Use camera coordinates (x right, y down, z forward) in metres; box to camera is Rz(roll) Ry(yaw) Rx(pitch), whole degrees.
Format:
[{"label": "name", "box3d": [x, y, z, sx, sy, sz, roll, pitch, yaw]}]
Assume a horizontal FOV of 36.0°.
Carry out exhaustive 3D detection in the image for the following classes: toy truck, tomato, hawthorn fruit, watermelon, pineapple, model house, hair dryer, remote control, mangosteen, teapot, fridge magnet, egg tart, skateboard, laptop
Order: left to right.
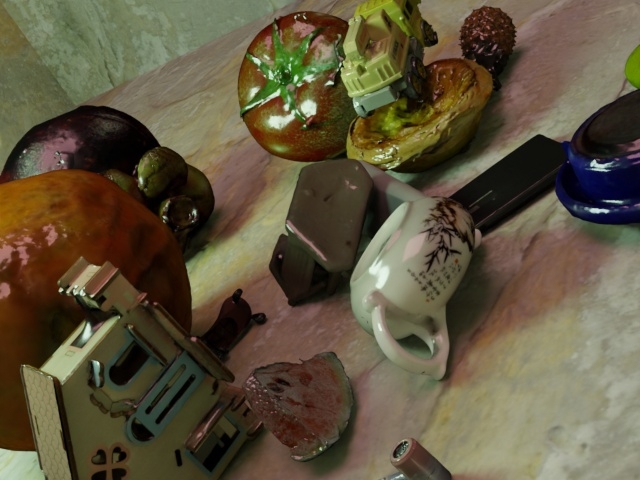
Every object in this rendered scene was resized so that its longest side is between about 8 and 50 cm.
[{"label": "hawthorn fruit", "box3d": [-0.399, 0.119, 1.491, 0.472, 0.472, 0.472, -27, 24, 13]}, {"label": "mangosteen", "box3d": [-0.439, -0.096, 2.008, 0.421, 0.381, 0.381, -12, 28, 12]}, {"label": "model house", "box3d": [-0.247, 0.216, 1.227, 0.244, 0.326, 0.169, -49, 30, -21]}, {"label": "skateboard", "box3d": [-0.164, 0.149, 1.570, 0.151, 0.067, 0.080, -49, 19, -25]}, {"label": "watermelon", "box3d": [-0.036, 0.203, 1.238, 0.071, 0.139, 0.187, -59, 12, 28]}, {"label": "tomato", "box3d": [-0.007, -0.303, 1.961, 0.303, 0.303, 0.239, -18, -15, 31]}, {"label": "model house", "box3d": [-0.005, -0.005, 1.554, 0.188, 0.122, 0.229, 115, 170, -49]}, {"label": "remote control", "box3d": [0.090, -0.050, 1.569, 0.055, 0.109, 0.313, 8, 13, -22]}, {"label": "toy truck", "box3d": [0.110, -0.349, 1.760, 0.124, 0.157, 0.272, -17, 34, 28]}, {"label": "hair dryer", "box3d": [0.080, 0.257, 1.067, 0.114, 0.063, 0.037, -33, 20, 39]}, {"label": "teapot", "box3d": [0.128, 0.056, 1.300, 0.208, 0.166, 0.299, -36, 27, 38]}, {"label": "egg tart", "box3d": [0.182, -0.204, 1.746, 0.290, 0.115, 0.290, -28, 28, 17]}, {"label": "pineapple", "box3d": [0.312, -0.351, 1.874, 0.125, 0.125, 0.251, -18, 33, 30]}, {"label": "laptop", "box3d": [0.286, -0.088, 1.503, 0.207, 0.026, 0.154, -34, 24, -2]}, {"label": "fridge magnet", "box3d": [0.429, -0.117, 1.275, 0.265, 0.112, 0.265, -25, 24, 12]}]

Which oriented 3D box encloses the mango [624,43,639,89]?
[{"label": "mango", "box3d": [0.548, -0.286, 1.499, 0.163, 0.089, 0.117, -41, 30, 10]}]
